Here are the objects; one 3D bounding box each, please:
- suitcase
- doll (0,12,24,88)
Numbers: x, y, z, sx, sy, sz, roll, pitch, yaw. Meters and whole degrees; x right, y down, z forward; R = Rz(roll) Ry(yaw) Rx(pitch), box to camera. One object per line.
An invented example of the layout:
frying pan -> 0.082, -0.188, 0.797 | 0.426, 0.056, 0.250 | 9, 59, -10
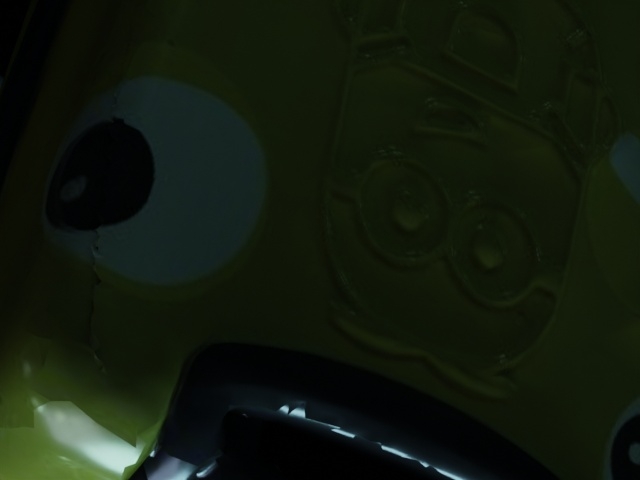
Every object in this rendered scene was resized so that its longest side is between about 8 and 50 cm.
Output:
suitcase -> 0.000, 0.000, 0.469 | 0.194, 0.234, 0.143 | 25, 151, -21
doll -> -0.118, -0.045, 0.590 | 0.146, 0.103, 0.316 | -4, 143, 38
